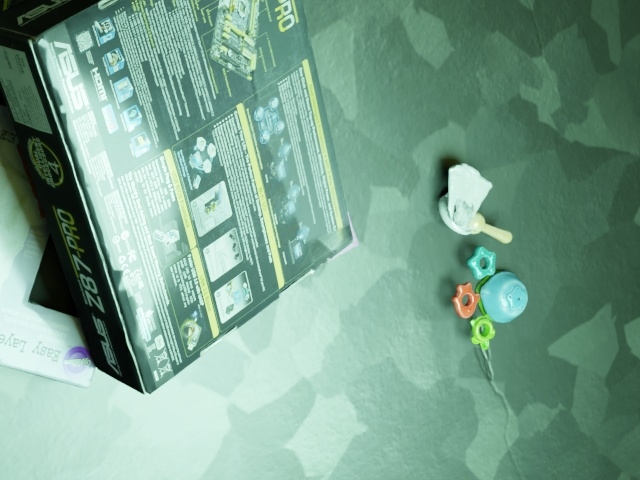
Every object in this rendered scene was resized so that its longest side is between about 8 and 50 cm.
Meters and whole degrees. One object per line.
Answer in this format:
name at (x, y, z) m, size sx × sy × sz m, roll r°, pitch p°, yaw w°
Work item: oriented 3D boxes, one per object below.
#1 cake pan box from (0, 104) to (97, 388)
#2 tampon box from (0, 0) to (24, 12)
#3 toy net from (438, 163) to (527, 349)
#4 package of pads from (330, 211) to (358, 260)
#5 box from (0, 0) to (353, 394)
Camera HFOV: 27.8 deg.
cake pan box at (-0.308, 0.002, 1.288) m, size 0.267 × 0.070 × 0.245 m, roll 24°, pitch 82°, yaw -37°
tampon box at (-0.229, -0.256, 1.304) m, size 0.161 × 0.101 × 0.120 m, roll 8°, pitch 90°, yaw -33°
toy net at (0.189, 0.015, 1.635) m, size 0.122 × 0.045 × 0.232 m, roll -32°, pitch 109°, yaw -25°
package of pads at (0.000, 0.000, 1.515) m, size 0.083 × 0.032 × 0.050 m, roll -29°, pitch 110°, yaw -28°
box at (-0.130, -0.093, 1.282) m, size 0.318 × 0.097 × 0.394 m, roll -36°, pitch 128°, yaw -32°
